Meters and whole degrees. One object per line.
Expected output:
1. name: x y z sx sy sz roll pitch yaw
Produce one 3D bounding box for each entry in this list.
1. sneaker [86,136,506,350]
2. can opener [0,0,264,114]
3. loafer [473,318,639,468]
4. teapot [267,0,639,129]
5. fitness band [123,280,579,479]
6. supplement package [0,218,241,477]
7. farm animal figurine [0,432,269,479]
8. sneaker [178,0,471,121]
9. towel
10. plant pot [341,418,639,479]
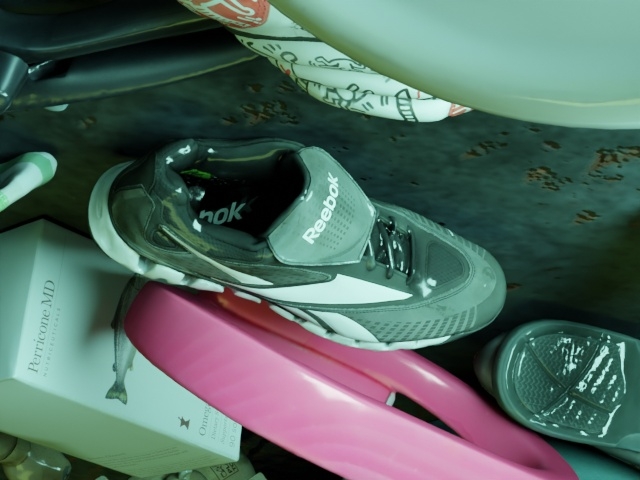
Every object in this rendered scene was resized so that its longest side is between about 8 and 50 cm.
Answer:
1. sneaker: 0.000 0.000 0.914 0.234 0.078 0.106 16 158 -15
2. can opener: -0.106 -0.081 0.784 0.186 0.073 0.059 -8 146 13
3. loafer: 0.224 0.110 1.122 0.267 0.096 0.084 21 174 -14
4. teapot: 0.070 -0.161 0.394 0.256 0.187 0.252 38 132 -5
5. fitness band: 0.020 0.093 1.010 0.291 0.054 0.209 25 -172 -29
6. supplement package: -0.142 0.073 1.098 0.179 0.105 0.105 26 152 -39
7. farm animal figurine: -0.184 0.224 1.339 0.326 0.330 0.172 -16 162 -21
8. sneaker: 0.071 -0.110 0.621 0.270 0.090 0.145 -3 157 31
9. towel: -0.222 -0.001 0.926 0.113 0.152 0.023 -19 103 44
10. plant pot: 0.164 0.259 1.165 0.271 0.272 0.255 21 167 -29
